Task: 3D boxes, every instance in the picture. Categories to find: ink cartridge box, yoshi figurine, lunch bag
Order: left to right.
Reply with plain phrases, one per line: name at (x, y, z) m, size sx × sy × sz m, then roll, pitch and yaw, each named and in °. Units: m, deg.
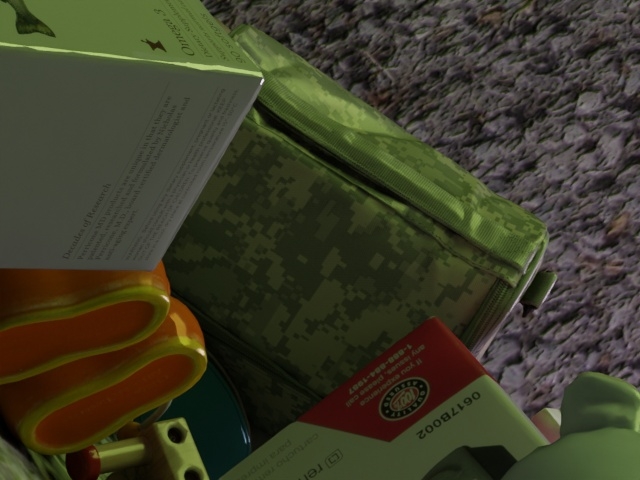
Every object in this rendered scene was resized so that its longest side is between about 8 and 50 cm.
yoshi figurine at (-0.198, -0.077, 0.934) m, size 0.203 × 0.203 × 0.362 m, roll 4°, pitch 54°, yaw -46°
lunch bag at (0.000, 0.000, 1.406) m, size 0.305 × 0.212 × 0.256 m, roll 34°, pitch -34°, yaw 3°
ink cartridge box at (0.076, 0.223, 1.158) m, size 0.131 × 0.226 × 0.306 m, roll 55°, pitch -4°, yaw -40°

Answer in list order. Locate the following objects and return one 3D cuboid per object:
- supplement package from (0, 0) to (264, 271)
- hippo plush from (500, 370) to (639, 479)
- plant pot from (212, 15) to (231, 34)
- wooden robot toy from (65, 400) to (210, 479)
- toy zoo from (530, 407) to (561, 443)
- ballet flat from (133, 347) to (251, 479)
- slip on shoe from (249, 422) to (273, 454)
supplement package at (-0.132, -0.060, 0.729) m, size 0.179 × 0.105 × 0.105 m, roll 1°, pitch 41°, yaw -44°
hippo plush at (0.049, 0.149, 0.814) m, size 0.234 × 0.236 × 0.294 m, roll 53°, pitch -3°, yaw 26°
plant pot at (-0.239, -0.144, 1.750) m, size 0.274 × 0.256 × 0.256 m, roll 29°, pitch 19°, yaw -54°
wooden robot toy at (-0.101, 0.119, 0.984) m, size 0.079 × 0.076 × 0.173 m, roll -48°, pitch -122°, yaw 49°
toy zoo at (0.091, 0.204, 1.394) m, size 0.030 × 0.293 × 0.192 m, roll 53°, pitch -3°, yaw 15°
ballet flat at (-0.134, 0.082, 1.368) m, size 0.248 × 0.086 × 0.086 m, roll 55°, pitch -3°, yaw -33°
slip on shoe at (-0.093, 0.136, 1.510) m, size 0.331 × 0.123 × 0.101 m, roll 48°, pitch -36°, yaw 14°
